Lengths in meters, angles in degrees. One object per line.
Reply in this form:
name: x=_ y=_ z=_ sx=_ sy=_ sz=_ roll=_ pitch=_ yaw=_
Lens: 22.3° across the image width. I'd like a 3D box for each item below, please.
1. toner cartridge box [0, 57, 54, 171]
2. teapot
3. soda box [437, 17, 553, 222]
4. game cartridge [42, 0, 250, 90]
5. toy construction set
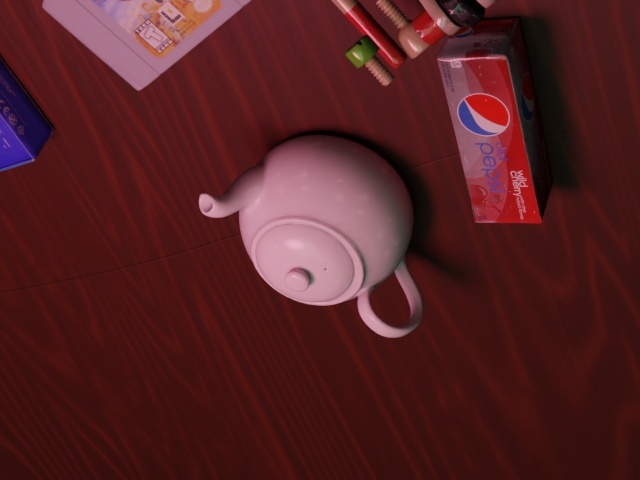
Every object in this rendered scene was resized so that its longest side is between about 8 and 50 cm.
toner cartridge box: x=-0.533 y=-0.241 z=2.219 sx=0.165 sy=0.075 sz=0.348 roll=-13 pitch=125 yaw=31
teapot: x=0.000 y=0.000 z=2.163 sx=0.256 sy=0.187 sz=0.252 roll=2 pitch=132 yaw=18
soda box: x=0.220 y=-0.144 z=2.016 sx=0.092 sy=0.083 sz=0.263 roll=1 pitch=132 yaw=21
game cartridge: x=-0.213 y=-0.326 z=2.035 sx=0.198 sy=0.062 sz=0.297 roll=38 pitch=133 yaw=-21
toy construction set: x=0.088 y=-0.339 z=1.802 sx=0.237 sy=0.257 sz=0.309 roll=46 pitch=138 yaw=-8
